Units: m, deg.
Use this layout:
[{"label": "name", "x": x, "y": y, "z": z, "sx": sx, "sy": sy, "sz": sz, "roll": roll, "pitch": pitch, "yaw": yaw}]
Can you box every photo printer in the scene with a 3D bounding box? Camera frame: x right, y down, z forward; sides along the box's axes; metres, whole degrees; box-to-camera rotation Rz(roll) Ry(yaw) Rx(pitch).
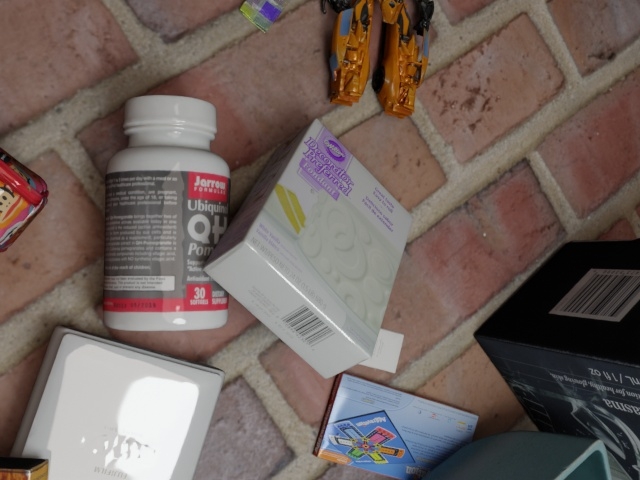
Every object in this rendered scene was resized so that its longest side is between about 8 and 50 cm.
[{"label": "photo printer", "x": -0.298, "y": 0.299, "z": 1.019, "sx": 0.256, "sy": 0.107, "sz": 0.307, "roll": 21, "pitch": 80, "yaw": -19}]

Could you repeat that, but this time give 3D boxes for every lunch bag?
[{"label": "lunch bag", "x": -0.465, "y": -0.098, "z": 0.872, "sx": 0.258, "sy": 0.293, "sz": 0.120, "roll": 40, "pitch": 79, "yaw": -16}]

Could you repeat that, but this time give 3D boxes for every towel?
[{"label": "towel", "x": -0.090, "y": -0.389, "z": 1.183, "sx": 0.060, "sy": 0.009, "sz": 0.083, "roll": 38, "pitch": 75, "yaw": -17}]

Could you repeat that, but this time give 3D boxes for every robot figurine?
[{"label": "robot figurine", "x": 0.104, "y": -0.363, "z": 1.219, "sx": 0.211, "sy": 0.085, "sz": 0.291, "roll": 8, "pitch": 85, "yaw": -22}]

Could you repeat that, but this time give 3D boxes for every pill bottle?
[{"label": "pill bottle", "x": -0.217, "y": -0.035, "z": 1.028, "sx": 0.176, "sy": 0.176, "sz": 0.319, "roll": 1, "pitch": 88, "yaw": -22}]

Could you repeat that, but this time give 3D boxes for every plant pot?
[{"label": "plant pot", "x": 0.292, "y": 0.446, "z": 1.139, "sx": 0.247, "sy": 0.252, "sz": 0.248, "roll": -25, "pitch": 106, "yaw": -32}]

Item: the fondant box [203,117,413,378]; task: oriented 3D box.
[{"label": "fondant box", "x": 0.000, "y": 0.000, "z": 1.065, "sx": 0.238, "sy": 0.096, "sz": 0.330, "roll": 44, "pitch": 37, "yaw": -16}]

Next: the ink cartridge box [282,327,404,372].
[{"label": "ink cartridge box", "x": 0.016, "y": 0.152, "z": 1.147, "sx": 0.198, "sy": 0.115, "sz": 0.067, "roll": 18, "pitch": 82, "yaw": -19}]

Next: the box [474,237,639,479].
[{"label": "box", "x": 0.590, "y": 0.263, "z": 1.177, "sx": 0.297, "sy": 0.480, "sz": 0.472, "roll": -41, "pitch": 102, "yaw": -16}]

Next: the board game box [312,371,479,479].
[{"label": "board game box", "x": 0.135, "y": 0.331, "z": 1.234, "sx": 0.281, "sy": 0.027, "sz": 0.145, "roll": 21, "pitch": 79, "yaw": -20}]

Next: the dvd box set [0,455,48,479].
[{"label": "dvd box set", "x": -0.507, "y": 0.480, "z": 0.894, "sx": 0.307, "sy": 0.062, "sz": 0.420, "roll": 3, "pitch": 87, "yaw": 3}]
